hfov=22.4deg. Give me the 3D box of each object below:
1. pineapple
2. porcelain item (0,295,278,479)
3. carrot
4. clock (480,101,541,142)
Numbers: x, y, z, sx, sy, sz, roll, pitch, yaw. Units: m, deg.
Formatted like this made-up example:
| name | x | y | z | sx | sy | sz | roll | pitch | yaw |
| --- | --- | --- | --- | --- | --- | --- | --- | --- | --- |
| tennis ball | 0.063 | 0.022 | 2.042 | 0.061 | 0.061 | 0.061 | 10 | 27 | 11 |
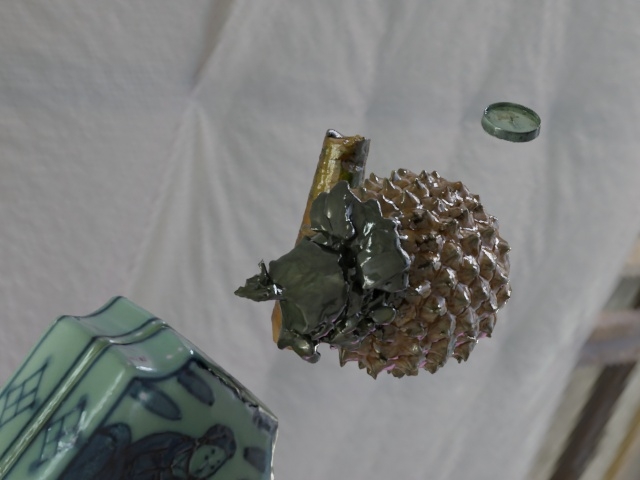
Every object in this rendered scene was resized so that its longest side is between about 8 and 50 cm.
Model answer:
| name | x | y | z | sx | sy | sz | roll | pitch | yaw |
| --- | --- | --- | --- | --- | --- | --- | --- | --- | --- |
| pineapple | 0.048 | 0.033 | 1.597 | 0.223 | 0.223 | 0.357 | -63 | -23 | 12 |
| porcelain item | -0.196 | 0.227 | 1.593 | 0.286 | 0.157 | 0.281 | -51 | -41 | -9 |
| carrot | 0.000 | 0.000 | 1.825 | 0.070 | 0.070 | 0.260 | -2 | -69 | -48 |
| clock | 0.264 | -0.164 | 2.235 | 0.085 | 0.085 | 0.017 | -23 | -44 | -36 |
